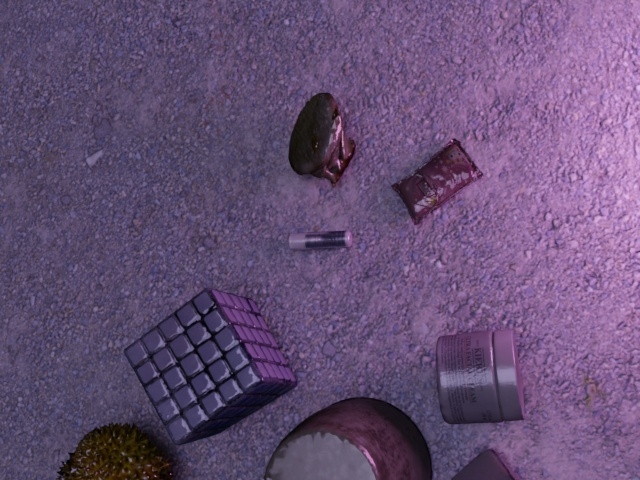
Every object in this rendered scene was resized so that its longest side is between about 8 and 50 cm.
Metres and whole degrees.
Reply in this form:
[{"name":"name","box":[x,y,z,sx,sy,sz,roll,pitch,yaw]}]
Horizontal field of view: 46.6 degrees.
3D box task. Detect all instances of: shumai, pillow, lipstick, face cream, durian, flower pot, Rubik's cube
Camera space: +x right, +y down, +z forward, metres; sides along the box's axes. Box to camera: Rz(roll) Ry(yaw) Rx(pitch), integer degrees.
[{"name":"shumai","box":[0.019,-0.221,1.649,0.201,0.120,0.201,-31,53,53]},{"name":"pillow","box":[0.250,-0.126,1.606,0.185,0.043,0.118,-34,67,5]},{"name":"lipstick","box":[0.000,0.000,1.657,0.141,0.040,0.040,-2,80,16]},{"name":"face cream","box":[0.310,0.266,1.450,0.153,0.177,0.177,-8,79,15]},{"name":"durian","box":[-0.451,0.543,1.596,0.258,0.258,0.293,30,95,18]},{"name":"flower pot","box":[0.046,0.459,1.417,0.293,0.330,0.294,-2,82,16]},{"name":"Rubik's cube","box":[-0.227,0.265,1.574,0.237,0.237,0.238,-36,72,9]}]

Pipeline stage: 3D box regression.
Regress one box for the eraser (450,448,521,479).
[{"name":"eraser","box":[0.385,0.557,1.376,0.111,0.077,0.352,-43,43,8]}]
